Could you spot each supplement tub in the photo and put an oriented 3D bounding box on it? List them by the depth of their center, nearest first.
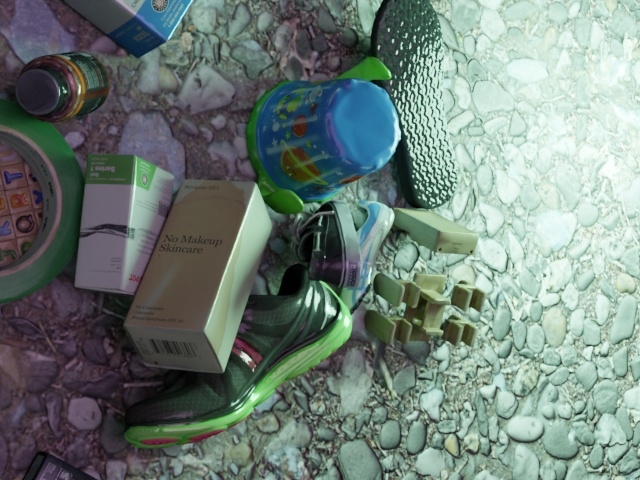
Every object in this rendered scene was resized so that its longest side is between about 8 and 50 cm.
[{"bbox_3d":[-0.409,-0.242,1.719,0.106,0.198,0.106,1,102,7],"label":"supplement tub"}]

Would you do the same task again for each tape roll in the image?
[{"bbox_3d":[-0.527,-0.060,1.696,0.321,0.077,0.322,4,83,-32],"label":"tape roll"}]

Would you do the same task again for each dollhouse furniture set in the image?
[{"bbox_3d":[0.199,0.075,2.146,0.212,0.161,0.242,5,105,-32],"label":"dollhouse furniture set"}]

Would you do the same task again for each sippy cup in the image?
[{"bbox_3d":[0.019,-0.193,1.977,0.240,0.224,0.306,5,83,-32],"label":"sippy cup"}]

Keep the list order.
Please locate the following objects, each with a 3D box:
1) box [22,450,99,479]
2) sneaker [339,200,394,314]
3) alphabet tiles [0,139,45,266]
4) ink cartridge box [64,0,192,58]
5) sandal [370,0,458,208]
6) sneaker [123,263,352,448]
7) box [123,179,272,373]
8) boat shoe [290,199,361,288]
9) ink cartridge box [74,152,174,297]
[{"bbox_3d":[-0.422,0.480,1.736,0.183,0.059,0.233,35,68,-25],"label":"box"},{"bbox_3d":[0.069,0.037,2.082,0.086,0.085,0.237,19,78,-3],"label":"sneaker"},{"bbox_3d":[-0.525,-0.076,1.749,0.198,0.009,0.237,-14,94,-32],"label":"alphabet tiles"},{"bbox_3d":[-0.349,-0.494,1.824,0.307,0.129,0.223,37,68,-24],"label":"ink cartridge box"},{"bbox_3d":[0.165,-0.278,2.162,0.167,0.107,0.446,-20,109,-33],"label":"sandal"},{"bbox_3d":[-0.161,0.197,1.879,0.482,0.185,0.202,-33,93,-38],"label":"sneaker"},{"bbox_3d":[-0.194,0.053,1.794,0.121,0.147,0.311,73,25,-48],"label":"box"},{"bbox_3d":[0.000,0.004,1.935,0.104,0.306,0.113,4,114,-8],"label":"boat shoe"},{"bbox_3d":[-0.318,-0.018,1.782,0.160,0.092,0.220,31,63,-72],"label":"ink cartridge box"}]
